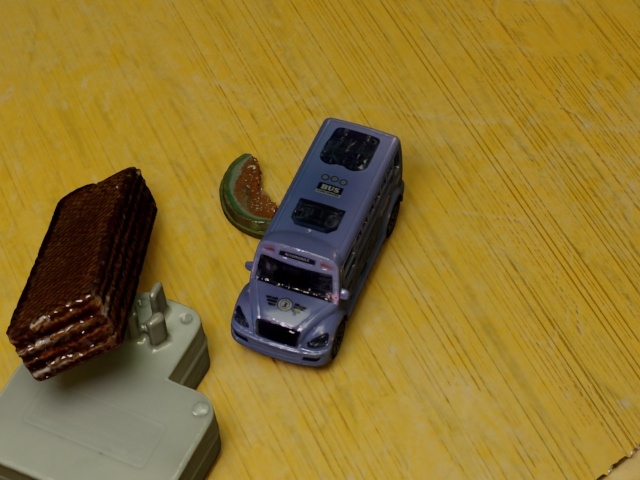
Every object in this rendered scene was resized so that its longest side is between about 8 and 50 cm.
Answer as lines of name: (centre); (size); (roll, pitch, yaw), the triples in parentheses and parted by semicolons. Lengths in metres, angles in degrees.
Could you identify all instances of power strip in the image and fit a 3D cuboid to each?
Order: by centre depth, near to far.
power strip: (-0.218, 0.170, 2.018); (0.229, 0.141, 0.261); (19, 56, 18)

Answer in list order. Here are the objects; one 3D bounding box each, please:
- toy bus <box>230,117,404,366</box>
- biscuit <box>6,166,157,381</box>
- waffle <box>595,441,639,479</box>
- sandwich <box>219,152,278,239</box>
toy bus: (0.000, 0.000, 2.148); (0.125, 0.133, 0.292); (16, 52, 13)
biscuit: (-0.256, 0.027, 2.068); (0.107, 0.073, 0.388); (-24, 21, 11)
waffle: (0.302, 0.314, 1.777); (0.376, 0.261, 0.114); (-35, 52, -24)
sandwich: (-0.086, -0.048, 2.266); (0.067, 0.029, 0.135); (-21, 52, -14)
